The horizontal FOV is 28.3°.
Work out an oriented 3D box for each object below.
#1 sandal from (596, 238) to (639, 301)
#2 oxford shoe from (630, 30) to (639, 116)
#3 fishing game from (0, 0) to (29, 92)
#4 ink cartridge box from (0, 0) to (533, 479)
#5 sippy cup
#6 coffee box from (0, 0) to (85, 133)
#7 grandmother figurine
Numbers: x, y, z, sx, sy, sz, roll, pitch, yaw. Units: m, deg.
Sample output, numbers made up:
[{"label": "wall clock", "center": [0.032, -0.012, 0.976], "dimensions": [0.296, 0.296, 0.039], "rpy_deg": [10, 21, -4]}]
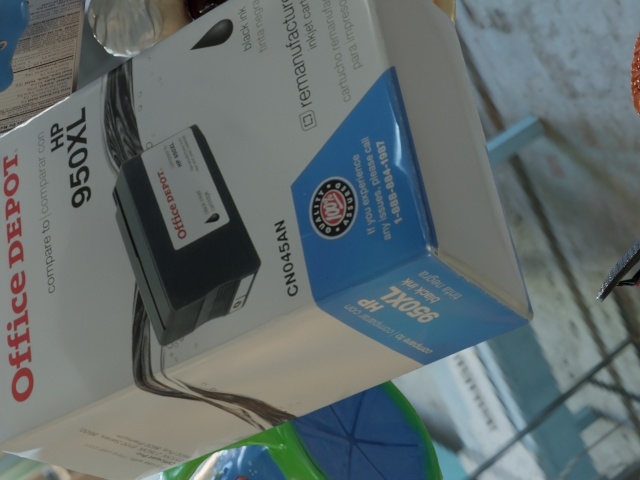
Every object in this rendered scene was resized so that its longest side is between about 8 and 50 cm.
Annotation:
[{"label": "sandal", "center": [0.414, 0.020, 1.601], "dimensions": [0.040, 0.179, 0.067], "rpy_deg": [40, -156, 1]}, {"label": "oxford shoe", "center": [0.329, -0.160, 0.888], "dimensions": [0.133, 0.363, 0.130], "rpy_deg": [49, 140, -9]}, {"label": "fishing game", "center": [-0.252, -0.110, 0.862], "dimensions": [0.041, 0.264, 0.189], "rpy_deg": [28, 157, 12]}, {"label": "ink cartridge box", "center": [-0.070, -0.011, 0.999], "dimensions": [0.166, 0.395, 0.285], "rpy_deg": [30, -139, -51]}, {"label": "sippy cup", "center": [-0.025, 0.269, 1.405], "dimensions": [0.305, 0.224, 0.240], "rpy_deg": [41, -151, -10]}, {"label": "coffee box", "center": [-0.317, -0.250, 1.251], "dimensions": [0.168, 0.119, 0.297], "rpy_deg": [63, 158, 17]}, {"label": "grandmother figurine", "center": [-0.048, -0.226, 1.206], "dimensions": [0.208, 0.342, 0.104], "rpy_deg": [-106, 12, -60]}]
